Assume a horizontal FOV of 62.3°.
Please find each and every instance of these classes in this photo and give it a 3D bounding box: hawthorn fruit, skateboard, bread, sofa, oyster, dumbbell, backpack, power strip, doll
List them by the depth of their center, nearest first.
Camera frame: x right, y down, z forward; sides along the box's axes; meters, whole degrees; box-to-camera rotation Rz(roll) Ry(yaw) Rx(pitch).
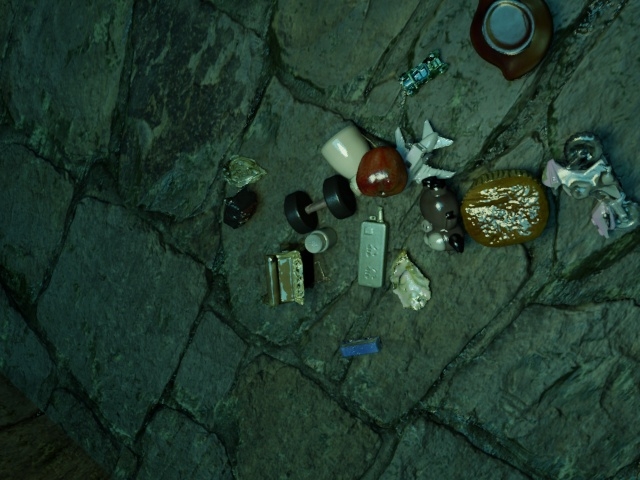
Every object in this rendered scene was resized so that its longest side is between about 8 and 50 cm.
[{"bbox_3d":[0.561,-0.100,1.608,0.253,0.142,0.227,-5,106,23],"label":"bread"},{"bbox_3d":[0.189,-0.238,1.655,0.163,0.163,0.203,-4,78,25],"label":"hawthorn fruit"},{"bbox_3d":[0.380,-0.070,1.661,0.117,0.182,0.257,-14,110,-6],"label":"doll"},{"bbox_3d":[0.300,0.142,1.816,0.133,0.072,0.209,-37,104,19],"label":"oyster"},{"bbox_3d":[-0.001,-0.124,1.843,0.218,0.152,0.152,-20,92,26],"label":"dumbbell"},{"bbox_3d":[0.186,0.022,1.845,0.093,0.053,0.288,7,104,23],"label":"power strip"},{"bbox_3d":[-0.131,0.109,1.892,0.182,0.258,0.200,0,101,10],"label":"sofa"},{"bbox_3d":[-0.004,0.116,1.948,0.032,0.064,0.083,-26,78,34],"label":"skateboard"},{"bbox_3d":[-0.303,-0.113,1.989,0.106,0.120,0.165,38,146,11],"label":"backpack"},{"bbox_3d":[-0.295,-0.258,2.001,0.177,0.064,0.125,34,98,25],"label":"oyster"}]

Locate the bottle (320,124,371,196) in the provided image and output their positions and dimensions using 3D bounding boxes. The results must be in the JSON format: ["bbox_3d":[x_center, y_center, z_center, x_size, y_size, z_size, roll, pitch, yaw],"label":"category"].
[{"bbox_3d":[0.123,-0.254,1.773,0.147,0.147,0.236,-36,92,25],"label":"bottle"}]

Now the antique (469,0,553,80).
[{"bbox_3d":[0.545,-0.605,1.520,0.224,0.129,0.278,-11,94,27],"label":"antique"}]

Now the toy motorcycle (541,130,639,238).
[{"bbox_3d":[0.767,-0.146,1.517,0.188,0.143,0.327,-30,102,34],"label":"toy motorcycle"}]

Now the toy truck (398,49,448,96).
[{"bbox_3d":[0.318,-0.527,1.664,0.154,0.078,0.080,-33,87,25],"label":"toy truck"}]

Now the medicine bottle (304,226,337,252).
[{"bbox_3d":[0.000,0.000,1.879,0.080,0.130,0.080,5,101,23],"label":"medicine bottle"}]

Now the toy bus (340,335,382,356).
[{"bbox_3d":[0.145,0.386,1.931,0.153,0.061,0.051,-14,100,24],"label":"toy bus"}]

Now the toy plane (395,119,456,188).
[{"bbox_3d":[0.303,-0.254,1.712,0.251,0.101,0.255,46,115,22],"label":"toy plane"}]
